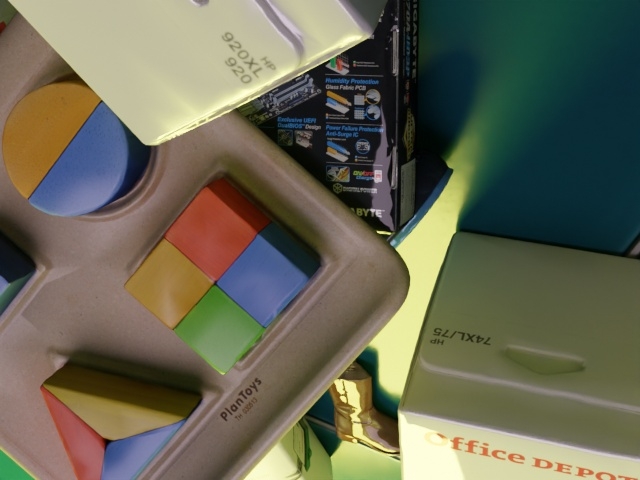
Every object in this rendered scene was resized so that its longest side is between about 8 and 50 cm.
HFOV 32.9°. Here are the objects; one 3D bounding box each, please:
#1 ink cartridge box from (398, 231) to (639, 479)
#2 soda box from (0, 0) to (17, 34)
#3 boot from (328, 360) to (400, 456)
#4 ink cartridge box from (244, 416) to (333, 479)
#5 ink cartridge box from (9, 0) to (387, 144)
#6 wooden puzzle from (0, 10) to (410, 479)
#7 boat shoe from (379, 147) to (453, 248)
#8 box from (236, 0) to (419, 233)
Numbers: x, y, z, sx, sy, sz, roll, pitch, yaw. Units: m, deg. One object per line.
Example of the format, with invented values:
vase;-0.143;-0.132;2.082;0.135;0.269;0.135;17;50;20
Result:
ink cartridge box;0.184;0.164;0.911;0.198;0.197;0.270;10;137;15
soda box;-0.269;-0.143;0.866;0.098;0.091;0.286;-3;133;25
boot;0.055;0.165;1.094;0.106;0.037;0.114;4;131;17
ink cartridge box;-0.099;0.221;1.144;0.160;0.092;0.219;-17;127;14
ink cartridge box;-0.055;-0.206;0.601;0.168;0.232;0.171;-22;122;38
wooden puzzle;-0.163;0.031;0.769;0.348;0.080;0.322;42;106;4
boat shoe;0.000;0.000;0.888;0.089;0.109;0.258;46;128;-3
box;-0.042;-0.101;0.786;0.220;0.051;0.175;4;106;19
